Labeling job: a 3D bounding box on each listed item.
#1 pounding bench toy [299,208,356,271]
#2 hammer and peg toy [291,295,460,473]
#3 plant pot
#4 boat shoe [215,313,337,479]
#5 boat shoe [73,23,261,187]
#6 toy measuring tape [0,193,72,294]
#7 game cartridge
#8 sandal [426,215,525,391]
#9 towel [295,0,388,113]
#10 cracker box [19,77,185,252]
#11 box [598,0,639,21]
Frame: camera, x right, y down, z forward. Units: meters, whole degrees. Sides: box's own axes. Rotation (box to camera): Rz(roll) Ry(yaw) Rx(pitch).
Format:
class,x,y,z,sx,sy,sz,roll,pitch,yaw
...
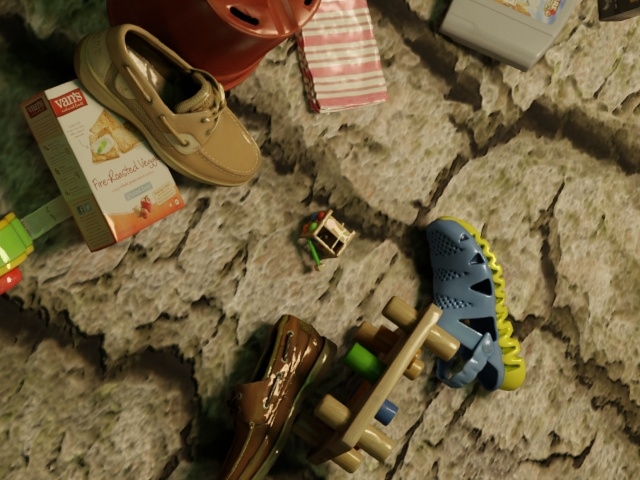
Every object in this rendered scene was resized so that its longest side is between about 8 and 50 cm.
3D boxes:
class,x,y,z,sx,sy,sz,roll,pitch,yaw
pounding bench toy,0.000,0.000,1.939,0.065,0.052,0.083,42,70,-19
hammer and peg toy,0.045,0.264,1.845,0.127,0.266,0.361,36,71,-1
plant pot,-0.139,-0.363,1.772,0.272,0.265,0.272,2,86,-27
boat shoe,-0.094,0.254,1.852,0.104,0.111,0.307,37,62,-14
boat shoe,-0.195,-0.186,1.759,0.341,0.110,0.121,35,56,-38
toy measuring tape,-0.412,-0.009,1.692,0.330,0.121,0.121,-34,102,-25
game cartridge,0.348,-0.447,2.112,0.198,0.062,0.297,23,74,5
sandal,0.233,0.116,2.019,0.138,0.126,0.317,-20,94,-23
towel,0.033,-0.310,1.991,0.144,0.029,0.197,-13,93,-28
cracker box,-0.307,-0.119,1.746,0.156,0.067,0.232,-34,102,-50
box,0.570,-0.525,2.199,0.056,0.183,0.231,-4,89,-29
